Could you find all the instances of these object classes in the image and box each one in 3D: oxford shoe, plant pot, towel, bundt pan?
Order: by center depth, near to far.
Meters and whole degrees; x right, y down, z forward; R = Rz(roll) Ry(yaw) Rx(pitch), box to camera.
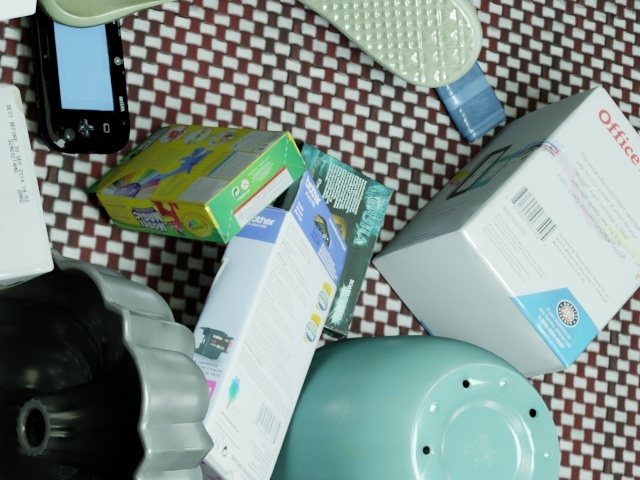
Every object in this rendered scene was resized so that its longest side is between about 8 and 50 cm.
[{"bbox_3d":[-0.220,0.176,1.693,0.124,0.330,0.331,5,77,-44],"label":"bundt pan"},{"bbox_3d":[0.111,0.232,1.901,0.293,0.235,0.293,6,77,-27],"label":"plant pot"},{"bbox_3d":[0.005,-0.350,2.030,0.449,0.169,0.130,42,22,-7],"label":"oxford shoe"},{"bbox_3d":[0.168,-0.178,2.134,0.067,0.029,0.119,-33,98,-30],"label":"towel"}]

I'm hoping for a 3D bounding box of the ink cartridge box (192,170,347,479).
[{"bbox_3d":[-0.063,0.097,1.841,0.311,0.065,0.186,-68,155,-20],"label":"ink cartridge box"}]

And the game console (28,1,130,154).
[{"bbox_3d":[-0.249,-0.268,1.911,0.213,0.044,0.361,-2,82,-29],"label":"game console"}]

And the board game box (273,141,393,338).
[{"bbox_3d":[0.000,0.000,2.006,0.126,0.026,0.186,28,68,-22],"label":"board game box"}]

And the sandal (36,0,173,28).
[{"bbox_3d":[-0.156,-0.308,1.888,0.302,0.086,0.120,-31,91,-25],"label":"sandal"}]

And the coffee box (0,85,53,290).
[{"bbox_3d":[-0.369,-0.020,1.647,0.118,0.297,0.168,-9,83,-34],"label":"coffee box"}]

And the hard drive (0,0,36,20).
[{"bbox_3d":[-0.478,-0.258,1.700,0.353,0.047,0.233,-16,47,-32],"label":"hard drive"}]

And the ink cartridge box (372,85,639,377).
[{"bbox_3d":[0.244,-0.003,2.044,0.270,0.197,0.198,-44,102,-28],"label":"ink cartridge box"}]

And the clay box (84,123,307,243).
[{"bbox_3d":[-0.132,-0.062,1.844,0.127,0.222,0.053,-43,119,-28],"label":"clay box"}]
